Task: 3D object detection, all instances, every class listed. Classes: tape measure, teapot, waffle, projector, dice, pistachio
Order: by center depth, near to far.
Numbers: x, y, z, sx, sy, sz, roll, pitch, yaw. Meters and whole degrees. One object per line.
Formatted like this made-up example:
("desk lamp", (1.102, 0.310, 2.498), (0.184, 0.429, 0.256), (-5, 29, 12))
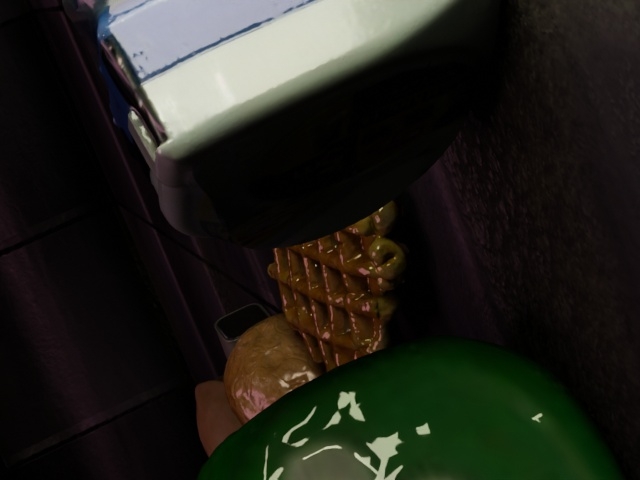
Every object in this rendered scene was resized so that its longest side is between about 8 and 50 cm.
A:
("tape measure", (-0.016, -0.107, 0.993), (0.138, 0.259, 0.262), (60, 167, 22))
("dice", (0.080, 0.273, 1.182), (0.297, 0.300, 0.287), (60, 162, 25))
("waffle", (0.000, -0.008, 1.453), (0.281, 0.058, 0.301), (-129, 33, -46))
("teapot", (0.008, 0.138, 1.633), (0.203, 0.167, 0.311), (26, -159, -8))
("projector", (-0.110, 0.159, 2.289), (0.083, 0.083, 0.082), (43, 155, 58))
("pistachio", (-0.101, 0.344, 2.441), (0.293, 0.162, 0.182), (58, 140, 30))
